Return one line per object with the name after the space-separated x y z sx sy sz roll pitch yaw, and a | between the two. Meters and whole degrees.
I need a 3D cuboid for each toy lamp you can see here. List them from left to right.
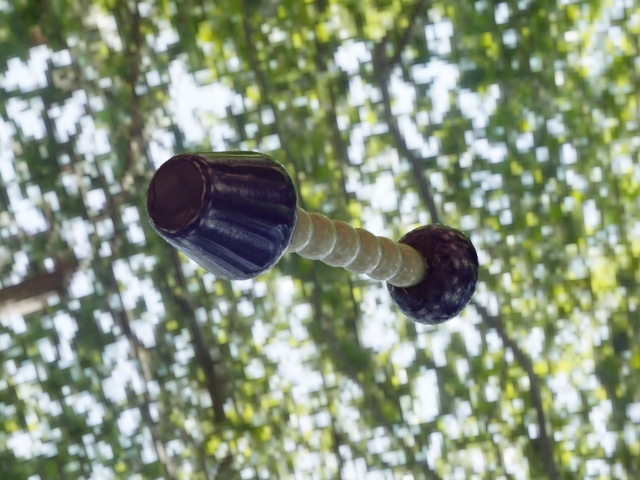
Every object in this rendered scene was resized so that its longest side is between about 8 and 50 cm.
0.000 0.000 1.040 0.080 0.080 0.274 19 -178 39 | toy lamp
